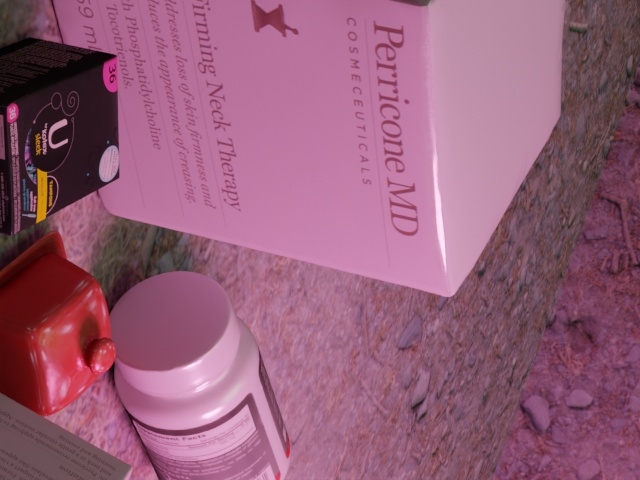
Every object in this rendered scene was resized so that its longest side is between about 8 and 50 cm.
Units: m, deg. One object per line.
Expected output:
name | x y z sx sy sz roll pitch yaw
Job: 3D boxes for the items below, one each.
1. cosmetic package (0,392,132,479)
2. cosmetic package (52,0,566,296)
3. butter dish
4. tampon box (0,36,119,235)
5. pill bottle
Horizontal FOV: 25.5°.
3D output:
cosmetic package | -0.284 0.267 1.250 0.183 0.151 0.151 -53 169 -47
cosmetic package | 0.002 -0.204 1.383 0.327 0.394 0.329 -53 147 -41
butter dish | -0.248 0.096 1.338 0.160 0.118 0.160 -48 144 -48
tampon box | -0.259 -0.093 1.228 0.161 0.101 0.120 -39 137 -54
pill bottle | -0.135 0.172 1.575 0.161 0.161 0.283 -59 151 -33
